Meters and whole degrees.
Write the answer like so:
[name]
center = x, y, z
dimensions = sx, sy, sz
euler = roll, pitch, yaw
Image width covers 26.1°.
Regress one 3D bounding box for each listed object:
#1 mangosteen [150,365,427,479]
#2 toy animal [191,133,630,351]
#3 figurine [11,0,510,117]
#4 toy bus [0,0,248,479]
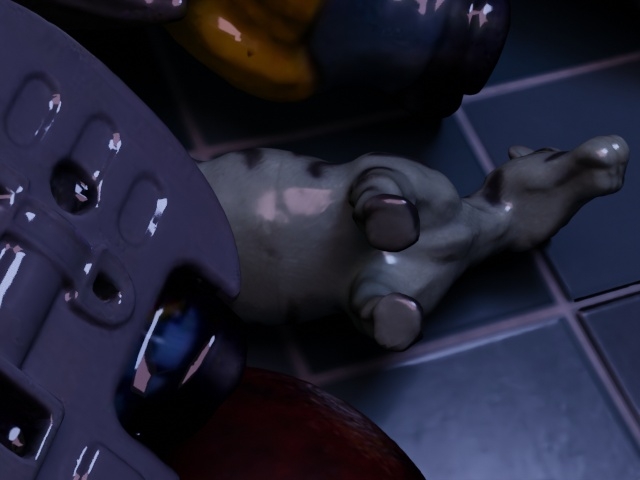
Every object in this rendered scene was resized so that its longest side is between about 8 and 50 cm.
[mangosteen]
center = -0.014, 0.128, 0.424
dimensions = 0.200, 0.200, 0.200
euler = 4, 54, -6
[toy animal]
center = 0.007, 0.002, 0.525
dimensions = 0.255, 0.170, 0.090
euler = 0, 95, -14
[figurine]
center = -0.076, -0.156, 0.583
dimensions = 0.332, 0.204, 0.185
euler = 12, 82, 4
[toy bus]
center = -0.116, 0.051, 0.328
dimensions = 0.126, 0.136, 0.209
euler = 44, 48, -29
